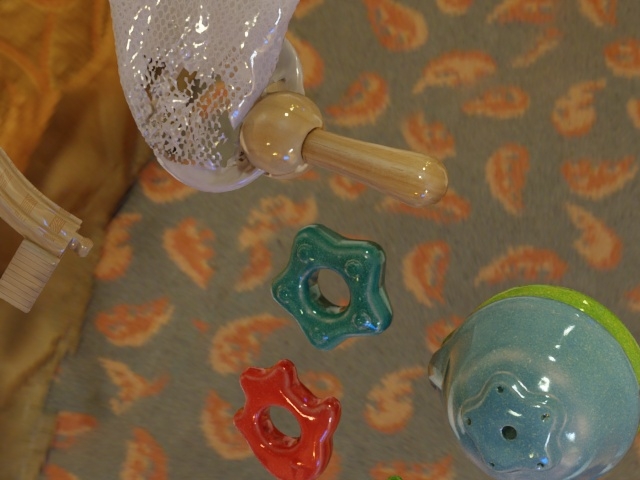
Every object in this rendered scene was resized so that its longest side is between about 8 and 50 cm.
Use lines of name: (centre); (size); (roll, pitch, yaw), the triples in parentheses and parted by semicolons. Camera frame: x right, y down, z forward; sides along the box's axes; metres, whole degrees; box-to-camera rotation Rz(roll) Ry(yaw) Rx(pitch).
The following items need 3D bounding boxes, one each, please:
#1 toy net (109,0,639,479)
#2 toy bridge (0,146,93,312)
toy net: (0.000, 0.000, 0.442); (0.122, 0.045, 0.232); (-36, 89, 32)
toy bridge: (-0.160, -0.045, 0.453); (0.188, 0.026, 0.063); (31, 125, -9)
